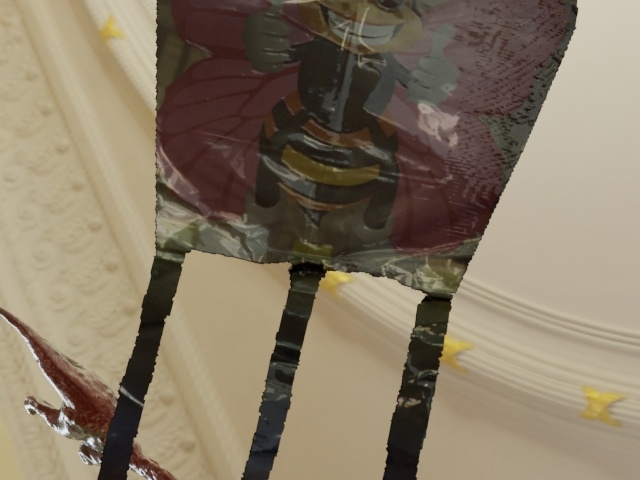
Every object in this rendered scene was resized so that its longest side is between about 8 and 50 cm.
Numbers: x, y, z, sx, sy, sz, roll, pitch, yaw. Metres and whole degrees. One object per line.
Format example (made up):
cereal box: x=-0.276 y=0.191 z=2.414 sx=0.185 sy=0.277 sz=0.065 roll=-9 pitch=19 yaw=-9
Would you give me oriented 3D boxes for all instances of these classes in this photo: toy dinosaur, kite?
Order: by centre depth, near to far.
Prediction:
kite: x=0.000 y=-0.001 z=0.509 sx=0.204 sy=0.022 sz=0.360 roll=11 pitch=-109 yaw=-2
toy dinosaur: x=-0.207 y=0.138 z=1.018 sx=0.167 sy=0.053 sz=0.242 roll=17 pitch=-39 yaw=43
